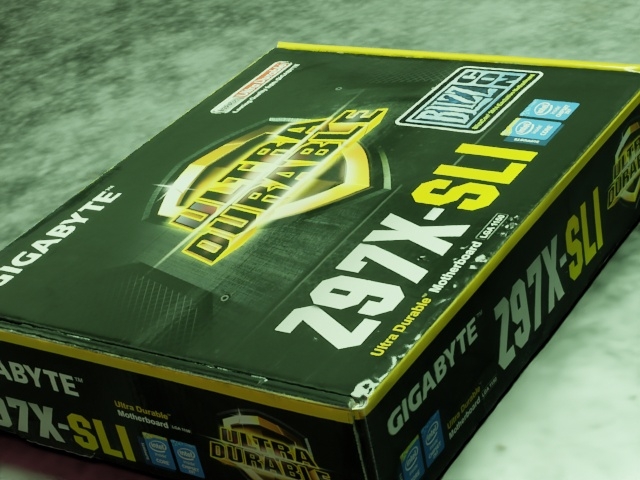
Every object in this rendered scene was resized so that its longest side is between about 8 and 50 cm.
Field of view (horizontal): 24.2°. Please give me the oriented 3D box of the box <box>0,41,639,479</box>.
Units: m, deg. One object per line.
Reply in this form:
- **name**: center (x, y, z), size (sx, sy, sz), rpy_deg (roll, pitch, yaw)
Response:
- **box**: center (0.000, 0.000, 0.774), size (0.257, 0.079, 0.322), rpy_deg (11, 36, 33)
